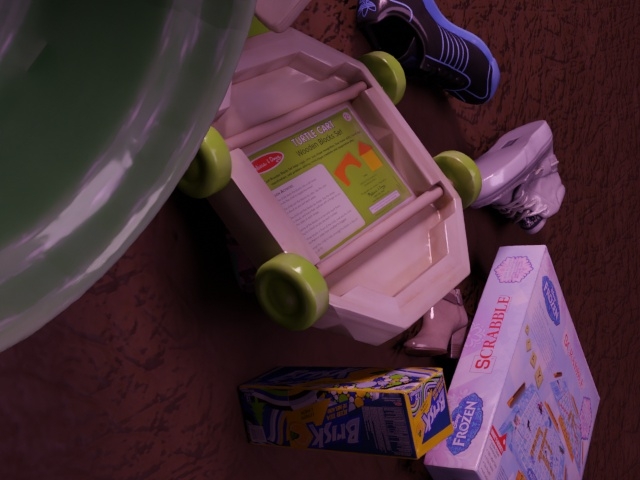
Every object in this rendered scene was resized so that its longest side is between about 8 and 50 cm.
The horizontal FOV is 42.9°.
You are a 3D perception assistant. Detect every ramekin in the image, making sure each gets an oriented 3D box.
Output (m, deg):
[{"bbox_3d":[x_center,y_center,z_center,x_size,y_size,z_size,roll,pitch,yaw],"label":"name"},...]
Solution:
[{"bbox_3d":[-0.168,-0.101,0.368,0.303,0.148,0.303,-54,167,-20],"label":"ramekin"}]

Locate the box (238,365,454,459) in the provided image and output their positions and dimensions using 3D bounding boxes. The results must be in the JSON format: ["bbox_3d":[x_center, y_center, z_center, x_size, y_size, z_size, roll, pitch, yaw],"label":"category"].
[{"bbox_3d":[0.017,0.135,0.655,0.059,0.169,0.054,-17,99,-51],"label":"box"}]

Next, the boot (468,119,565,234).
[{"bbox_3d":[0.257,-0.063,1.048,0.258,0.095,0.123,-36,106,-49],"label":"boot"}]

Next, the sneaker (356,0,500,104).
[{"bbox_3d":[0.119,-0.209,0.917,0.232,0.081,0.090,36,60,-35],"label":"sneaker"}]

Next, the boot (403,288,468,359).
[{"bbox_3d":[0.127,0.087,0.911,0.118,0.042,0.086,19,66,-53],"label":"boot"}]

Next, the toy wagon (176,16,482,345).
[{"bbox_3d":[-0.010,-0.086,0.680,0.344,0.068,0.267,54,44,4],"label":"toy wagon"}]

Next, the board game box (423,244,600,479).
[{"bbox_3d":[0.251,0.227,1.000,0.318,0.066,0.318,61,43,-35],"label":"board game box"}]

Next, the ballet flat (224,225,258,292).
[{"bbox_3d":[0.000,0.000,0.744,0.222,0.077,0.079,-17,116,-47],"label":"ballet flat"}]

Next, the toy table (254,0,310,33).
[{"bbox_3d":[-0.007,-0.301,0.608,0.161,0.252,0.274,42,18,4],"label":"toy table"}]
